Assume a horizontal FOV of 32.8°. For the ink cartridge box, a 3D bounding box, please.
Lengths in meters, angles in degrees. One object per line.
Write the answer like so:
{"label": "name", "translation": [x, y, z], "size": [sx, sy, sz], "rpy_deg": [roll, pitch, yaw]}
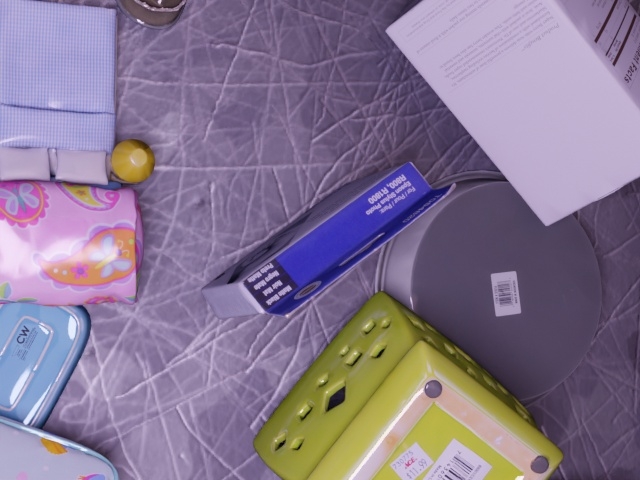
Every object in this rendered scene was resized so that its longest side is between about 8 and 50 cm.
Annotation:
{"label": "ink cartridge box", "translation": [0.000, 0.000, 1.101], "size": [0.223, 0.224, 0.045], "rpy_deg": [-37, 99, -20]}

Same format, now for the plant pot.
{"label": "plant pot", "translation": [0.094, 0.215, 1.102], "size": [0.227, 0.207, 0.228], "rpy_deg": [39, 89, -13]}

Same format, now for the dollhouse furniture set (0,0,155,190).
{"label": "dollhouse furniture set", "translation": [-0.294, -0.198, 1.017], "size": [0.303, 0.198, 0.286], "rpy_deg": [4, 85, -21]}

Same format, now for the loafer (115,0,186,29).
{"label": "loafer", "translation": [-0.164, -0.348, 1.137], "size": [0.094, 0.087, 0.251], "rpy_deg": [7, 83, -20]}

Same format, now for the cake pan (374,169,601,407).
{"label": "cake pan", "translation": [0.207, 0.060, 1.267], "size": [0.293, 0.054, 0.293], "rpy_deg": [2, 86, -21]}

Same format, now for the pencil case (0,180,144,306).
{"label": "pencil case", "translation": [-0.310, 0.005, 1.022], "size": [0.284, 0.124, 0.124], "rpy_deg": [-2, 86, -13]}

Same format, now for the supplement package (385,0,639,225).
{"label": "supplement package", "translation": [0.250, -0.200, 1.209], "size": [0.293, 0.177, 0.175], "rpy_deg": [49, 39, -11]}

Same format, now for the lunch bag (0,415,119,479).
{"label": "lunch bag", "translation": [-0.323, 0.248, 0.958], "size": [0.279, 0.224, 0.108], "rpy_deg": [23, 121, -9]}

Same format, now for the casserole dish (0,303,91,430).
{"label": "casserole dish", "translation": [-0.302, 0.121, 1.076], "size": [0.114, 0.037, 0.188], "rpy_deg": [30, 75, -17]}
